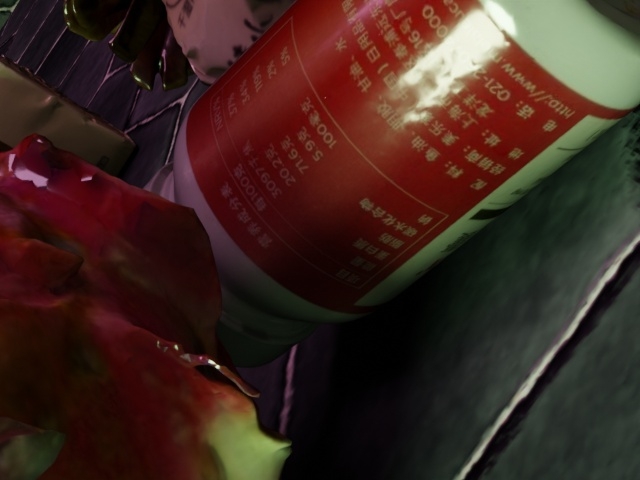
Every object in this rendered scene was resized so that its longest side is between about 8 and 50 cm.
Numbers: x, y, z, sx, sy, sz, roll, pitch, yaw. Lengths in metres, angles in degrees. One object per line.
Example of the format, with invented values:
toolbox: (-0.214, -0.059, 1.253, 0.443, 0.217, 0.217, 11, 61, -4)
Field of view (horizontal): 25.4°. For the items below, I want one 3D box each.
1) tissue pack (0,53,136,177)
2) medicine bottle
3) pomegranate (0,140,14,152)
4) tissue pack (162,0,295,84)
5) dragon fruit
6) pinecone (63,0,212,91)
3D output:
tissue pack: (-0.302, -0.042, 1.317, 0.234, 0.159, 0.125, -57, 20, 1)
medicine bottle: (0.026, -0.051, 0.627, 0.250, 0.131, 0.131, -41, 26, 32)
pomegranate: (-0.325, 0.038, 1.117, 0.281, 0.281, 0.281, -47, 24, 27)
tissue pack: (0.019, -0.315, 0.872, 0.375, 0.195, 0.390, -45, 46, 19)
dragon fruit: (-0.153, 0.105, 0.595, 0.249, 0.371, 0.386, -23, 0, -41)
pinecone: (-0.117, -0.225, 1.112, 0.229, 0.202, 0.201, -46, 34, 51)
